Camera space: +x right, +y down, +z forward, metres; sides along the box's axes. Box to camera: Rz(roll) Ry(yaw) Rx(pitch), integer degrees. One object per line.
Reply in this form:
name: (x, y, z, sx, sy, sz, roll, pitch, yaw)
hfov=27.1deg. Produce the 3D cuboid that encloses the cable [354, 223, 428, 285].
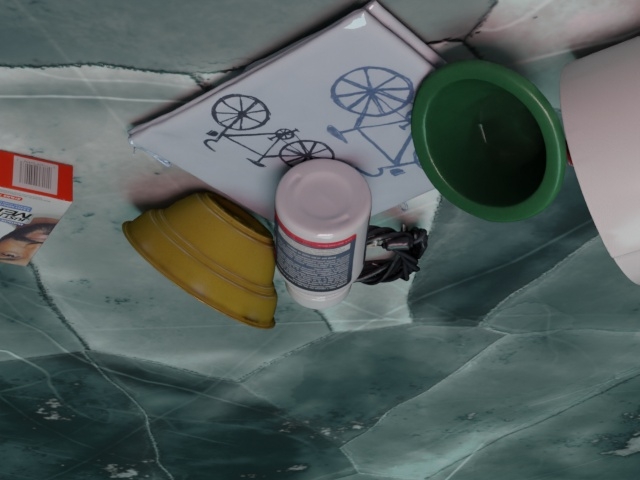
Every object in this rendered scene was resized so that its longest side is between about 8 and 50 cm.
cable: (0.054, 0.028, 1.683, 0.150, 0.047, 0.184, -8, 164, -12)

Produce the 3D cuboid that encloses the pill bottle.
pill bottle: (0.000, 0.000, 1.514, 0.107, 0.108, 0.180, -1, 146, -4)

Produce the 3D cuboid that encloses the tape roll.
tape roll: (0.364, -0.093, 1.334, 0.169, 0.246, 0.246, -18, 147, 26)

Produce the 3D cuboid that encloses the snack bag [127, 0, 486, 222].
snack bag: (0.014, -0.113, 1.471, 0.342, 0.037, 0.323, -23, 144, 33)

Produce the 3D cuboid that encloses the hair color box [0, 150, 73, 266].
hair color box: (-0.360, -0.035, 1.553, 0.093, 0.053, 0.167, 12, 149, -26)

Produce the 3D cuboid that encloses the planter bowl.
planter bowl: (-0.119, 0.005, 1.565, 0.217, 0.217, 0.090, 26, 102, -41)

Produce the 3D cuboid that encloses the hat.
hat: (0.214, -0.129, 1.407, 0.173, 0.183, 0.209, 13, 127, 30)
